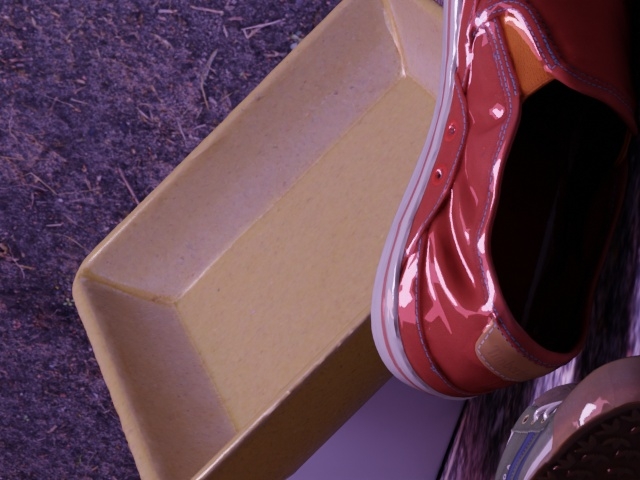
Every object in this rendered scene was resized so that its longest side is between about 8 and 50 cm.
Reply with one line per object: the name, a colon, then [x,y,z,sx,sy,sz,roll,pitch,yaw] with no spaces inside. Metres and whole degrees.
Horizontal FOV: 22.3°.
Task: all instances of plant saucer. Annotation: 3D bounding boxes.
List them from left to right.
plant saucer: [0.000,0.000,1.064,0.333,0.081,0.333,-45,30,5]

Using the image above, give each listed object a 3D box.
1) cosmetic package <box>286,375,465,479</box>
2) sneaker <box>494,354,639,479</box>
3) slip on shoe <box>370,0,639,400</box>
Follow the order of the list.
cosmetic package: [0.029,0.081,1.253,0.225,0.138,0.224,-90,11,-49]
sneaker: [0.104,0.088,0.665,0.192,0.064,0.086,101,173,-48]
slip on shoe: [0.118,-0.079,0.812,0.101,0.123,0.331,-2,67,51]
